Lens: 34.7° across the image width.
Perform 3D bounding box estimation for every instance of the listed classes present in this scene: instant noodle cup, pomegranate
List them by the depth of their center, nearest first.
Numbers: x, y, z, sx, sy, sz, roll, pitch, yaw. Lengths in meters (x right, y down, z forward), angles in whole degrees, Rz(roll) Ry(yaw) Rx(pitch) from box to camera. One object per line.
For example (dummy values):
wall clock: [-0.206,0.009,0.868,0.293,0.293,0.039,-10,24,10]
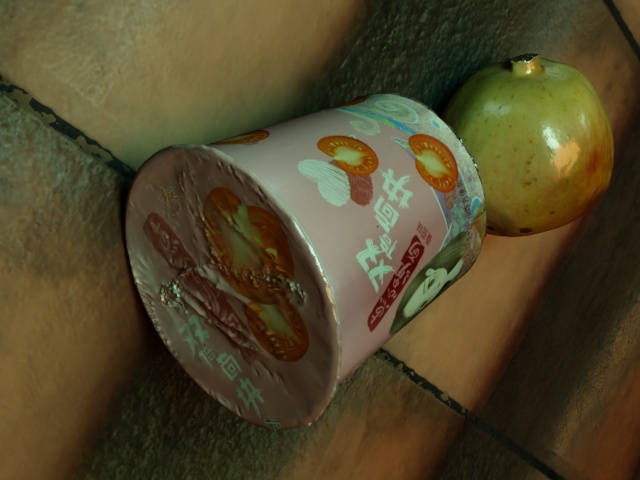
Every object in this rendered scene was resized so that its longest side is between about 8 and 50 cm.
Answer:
instant noodle cup: [0.000,0.000,0.862,0.231,0.243,0.243,-29,125,-39]
pomegranate: [0.207,-0.098,1.050,0.191,0.191,0.191,-18,119,-37]
